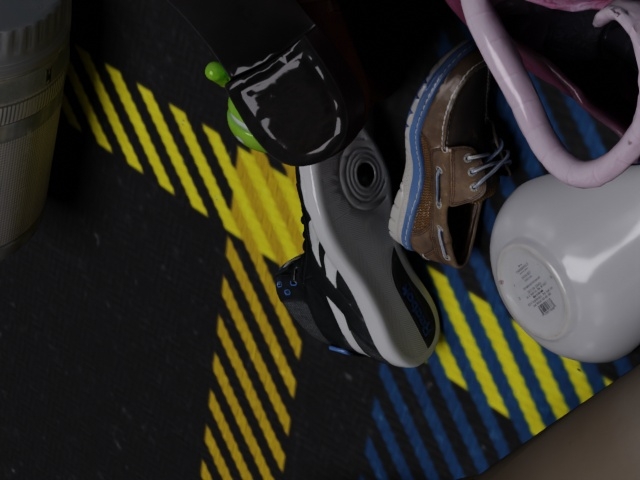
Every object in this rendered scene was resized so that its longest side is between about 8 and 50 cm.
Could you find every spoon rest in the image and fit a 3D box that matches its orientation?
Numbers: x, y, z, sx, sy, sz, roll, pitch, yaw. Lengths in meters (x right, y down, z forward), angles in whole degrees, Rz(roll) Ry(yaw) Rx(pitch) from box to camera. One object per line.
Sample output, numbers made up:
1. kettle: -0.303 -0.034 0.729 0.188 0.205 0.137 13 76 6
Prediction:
1. spoon rest: 0.197 -0.001 1.134 0.137 0.084 0.276 60 153 6

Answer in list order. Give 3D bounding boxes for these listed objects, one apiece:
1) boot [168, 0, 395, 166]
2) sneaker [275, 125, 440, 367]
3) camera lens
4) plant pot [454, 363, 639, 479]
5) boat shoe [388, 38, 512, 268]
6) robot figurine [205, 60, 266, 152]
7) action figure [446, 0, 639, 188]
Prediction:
1. boot: -0.027 -0.191 1.131 0.096 0.280 0.264 -31 98 16
2. sneaker: 0.000 0.000 1.314 0.121 0.079 0.217 1 119 47
3. camera lens: -0.337 -0.122 1.517 0.219 0.219 0.274 40 134 26
4. plant pot: 0.227 0.209 1.053 0.323 0.323 0.280 46 120 20
5. boat shoe: 0.099 -0.057 1.212 0.066 0.066 0.183 35 142 24
6. robot figurine: -0.034 -0.116 1.315 0.101 0.067 0.115 21 126 15
7. action figure: 0.077 -0.184 1.025 0.370 0.276 0.248 35 139 12
